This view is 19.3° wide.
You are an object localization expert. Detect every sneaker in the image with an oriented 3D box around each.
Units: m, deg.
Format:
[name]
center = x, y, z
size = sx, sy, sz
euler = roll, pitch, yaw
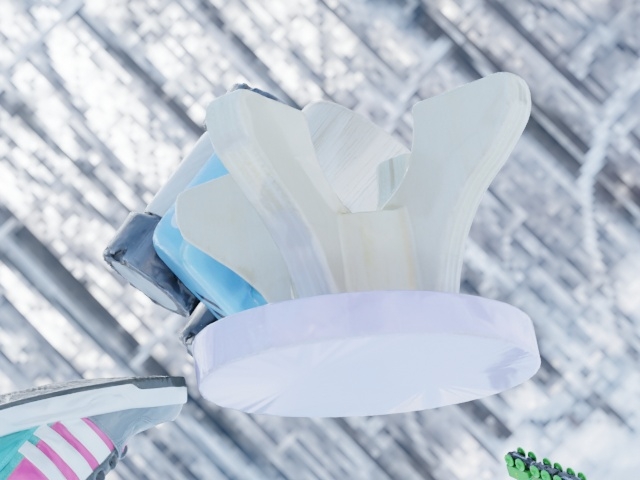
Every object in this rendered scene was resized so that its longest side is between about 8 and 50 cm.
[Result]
[sneaker]
center = -0.224, 0.215, 1.579
size = 0.295, 0.178, 0.124
euler = -11, 3, -41

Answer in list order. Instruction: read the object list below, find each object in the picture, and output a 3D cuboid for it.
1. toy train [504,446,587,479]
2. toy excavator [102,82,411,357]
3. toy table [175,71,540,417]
[toy train]
center = 0.158, 0.165, 1.307
size = 0.017, 0.023, 0.083
euler = -27, 24, -26
[toy excavator]
center = 0.000, 0.000, 1.699
size = 0.222, 0.445, 0.433
euler = -53, -48, -15
[toy table]
center = 0.024, 0.009, 1.148
size = 0.252, 0.161, 0.274
euler = -15, -18, 19
